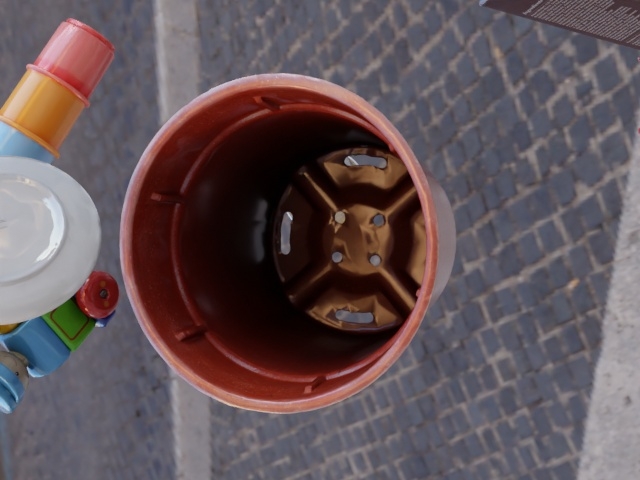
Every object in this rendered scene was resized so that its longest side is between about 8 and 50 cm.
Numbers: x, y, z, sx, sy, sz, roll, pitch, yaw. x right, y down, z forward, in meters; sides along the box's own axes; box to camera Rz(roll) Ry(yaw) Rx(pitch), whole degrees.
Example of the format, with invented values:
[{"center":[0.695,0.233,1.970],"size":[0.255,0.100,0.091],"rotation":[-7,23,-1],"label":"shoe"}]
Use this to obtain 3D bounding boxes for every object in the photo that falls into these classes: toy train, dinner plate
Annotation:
[{"center":[-0.296,0.019,0.997],"size":[0.105,0.143,0.248],"rotation":[-7,128,44],"label":"toy train"},{"center":[-0.225,-0.006,0.821],"size":[0.141,0.141,0.017],"rotation":[56,155,25],"label":"dinner plate"}]

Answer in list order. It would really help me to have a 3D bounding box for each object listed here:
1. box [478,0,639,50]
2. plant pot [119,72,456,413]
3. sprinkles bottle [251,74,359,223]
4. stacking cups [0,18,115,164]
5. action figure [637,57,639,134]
[{"center":[0.438,-0.435,1.844],"size":[0.143,0.381,0.191],"rotation":[145,130,-60],"label":"box"},{"center":[0.000,0.000,1.062],"size":[0.272,0.265,0.272],"rotation":[0,91,17],"label":"plant pot"},{"center":[-0.026,-0.098,1.510],"size":[0.121,0.121,0.355],"rotation":[61,-174,19],"label":"sprinkles bottle"},{"center":[-0.307,-0.074,1.179],"size":[0.096,0.096,0.316],"rotation":[24,77,49],"label":"stacking cups"},{"center":[0.421,-0.152,1.368],"size":[0.139,0.280,0.091],"rotation":[15,105,17],"label":"action figure"}]
